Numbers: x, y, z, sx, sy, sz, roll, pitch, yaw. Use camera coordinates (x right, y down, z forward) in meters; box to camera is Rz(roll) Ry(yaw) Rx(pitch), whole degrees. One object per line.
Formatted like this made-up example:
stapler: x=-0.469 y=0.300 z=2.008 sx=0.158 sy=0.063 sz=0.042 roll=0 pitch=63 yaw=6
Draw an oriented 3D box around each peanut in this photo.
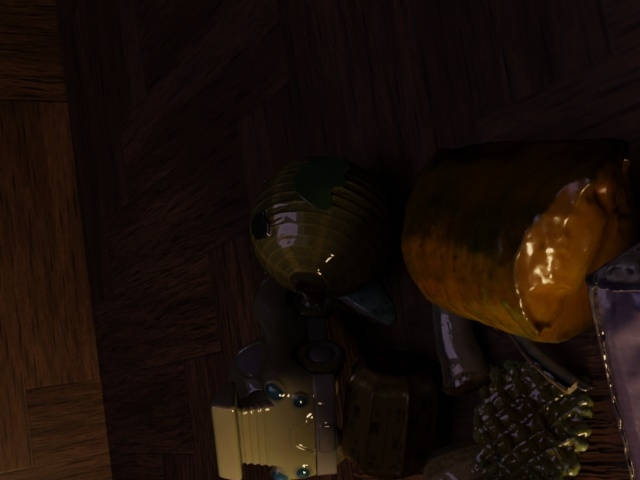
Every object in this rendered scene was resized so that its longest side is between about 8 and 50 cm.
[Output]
peanut: x=0.220 y=0.341 z=1.238 sx=0.083 sy=0.093 sz=0.194 roll=52 pitch=145 yaw=-2

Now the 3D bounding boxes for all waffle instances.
waffle: x=0.283 y=0.243 z=1.129 sx=0.183 sy=0.036 sz=0.169 roll=-3 pitch=69 yaw=45

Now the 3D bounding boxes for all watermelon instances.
watermelon: x=0.067 y=0.098 z=1.497 sx=0.180 sy=0.081 sz=0.094 roll=42 pitch=153 yaw=54

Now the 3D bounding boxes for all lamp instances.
lamp: x=0.114 y=0.281 z=1.345 sx=0.161 sy=0.161 sz=0.185 roll=25 pitch=118 yaw=54
lamp: x=0.000 y=0.000 z=1.386 sx=0.250 sy=0.250 sz=0.284 roll=-48 pitch=24 yaw=49

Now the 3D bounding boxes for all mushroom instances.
mushroom: x=0.294 y=0.146 z=1.128 sx=0.187 sy=0.060 sz=0.061 roll=56 pitch=-179 yaw=42
mushroom: x=0.209 y=0.128 z=1.263 sx=0.084 sy=0.071 sz=0.209 roll=-24 pitch=70 yaw=50

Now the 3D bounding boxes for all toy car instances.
toy car: x=-0.073 y=0.238 z=1.462 sx=0.336 sy=0.226 sz=0.242 roll=-103 pitch=9 yaw=-59

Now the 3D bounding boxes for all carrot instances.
carrot: x=0.255 y=-0.005 z=1.015 sx=0.340 sy=0.241 sz=0.242 roll=12 pitch=103 yaw=60

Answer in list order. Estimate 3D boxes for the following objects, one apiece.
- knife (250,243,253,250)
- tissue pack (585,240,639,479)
knife: x=-0.105 y=-0.041 z=1.783 sx=0.035 sy=0.018 sz=0.247 roll=65 pitch=145 yaw=24
tissue pack: x=0.373 y=0.145 z=0.752 sx=0.125 sy=0.242 sz=0.344 roll=-3 pitch=108 yaw=52
